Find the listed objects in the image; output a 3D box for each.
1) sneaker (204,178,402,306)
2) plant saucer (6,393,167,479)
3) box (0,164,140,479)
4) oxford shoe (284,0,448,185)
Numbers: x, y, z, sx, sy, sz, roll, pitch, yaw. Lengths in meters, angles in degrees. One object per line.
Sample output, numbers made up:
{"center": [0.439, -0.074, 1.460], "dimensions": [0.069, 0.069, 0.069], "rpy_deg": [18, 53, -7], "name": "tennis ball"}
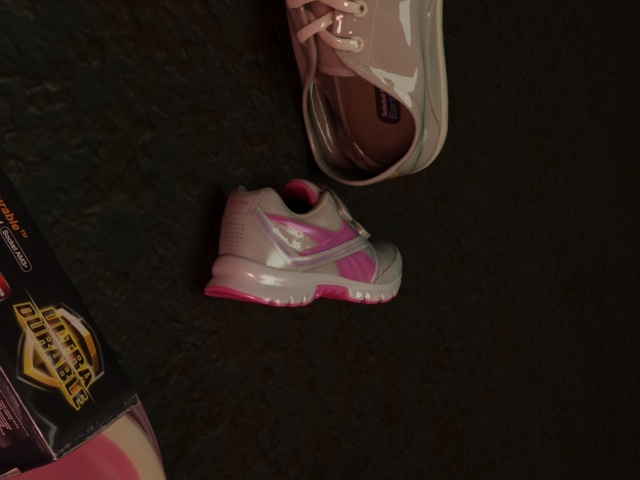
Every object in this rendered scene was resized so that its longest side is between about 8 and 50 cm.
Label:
{"center": [0.000, 0.000, 0.815], "dimensions": [0.252, 0.102, 0.111], "rpy_deg": [2, 93, -56], "name": "sneaker"}
{"center": [-0.209, 0.214, 0.549], "dimensions": [0.332, 0.084, 0.333], "rpy_deg": [-10, 102, -55], "name": "plant saucer"}
{"center": [-0.198, 0.011, 0.399], "dimensions": [0.051, 0.175, 0.220], "rpy_deg": [-35, 96, -47], "name": "box"}
{"center": [0.025, -0.238, 0.781], "dimensions": [0.130, 0.169, 0.450], "rpy_deg": [-46, 134, -41], "name": "oxford shoe"}
